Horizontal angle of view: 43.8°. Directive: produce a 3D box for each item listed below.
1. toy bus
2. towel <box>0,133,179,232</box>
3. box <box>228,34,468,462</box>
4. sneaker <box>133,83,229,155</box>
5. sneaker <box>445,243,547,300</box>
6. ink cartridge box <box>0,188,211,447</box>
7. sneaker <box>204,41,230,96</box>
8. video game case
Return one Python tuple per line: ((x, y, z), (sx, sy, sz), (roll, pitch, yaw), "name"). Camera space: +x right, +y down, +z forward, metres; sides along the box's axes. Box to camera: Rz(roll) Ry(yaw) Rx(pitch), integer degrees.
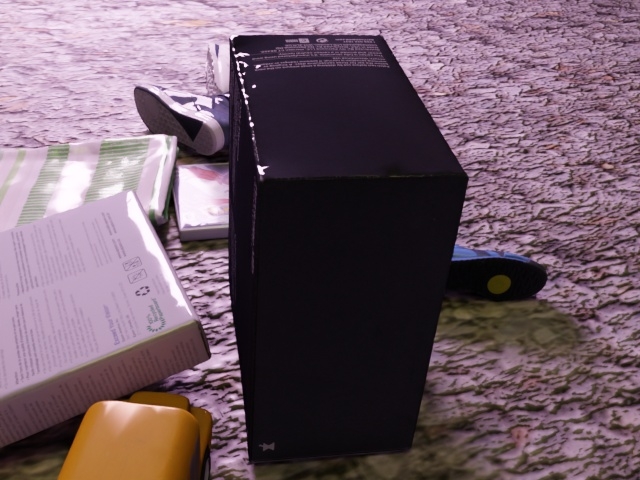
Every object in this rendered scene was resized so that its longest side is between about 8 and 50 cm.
((-0.169, 0.250, 0.656), (0.108, 0.130, 0.333), (6, 35, 2), "toy bus")
((-0.379, -0.081, 1.166), (0.325, 0.038, 0.248), (-3, 36, -3), "towel")
((0.000, 0.000, 0.846), (0.179, 0.343, 0.312), (-2, 36, -9), "box")
((-0.197, -0.225, 1.362), (0.226, 0.086, 0.163), (30, 44, 30), "sneaker")
((0.194, 0.030, 1.061), (0.209, 0.069, 0.082), (3, 31, -2), "sneaker")
((-0.324, 0.084, 0.893), (0.330, 0.071, 0.324), (-21, 36, -13), "ink cartridge box")
((-0.166, -0.310, 1.495), (0.095, 0.090, 0.235), (6, 36, -13), "sneaker")
((-0.120, -0.066, 1.202), (0.201, 0.023, 0.183), (-6, 36, -13), "video game case")
